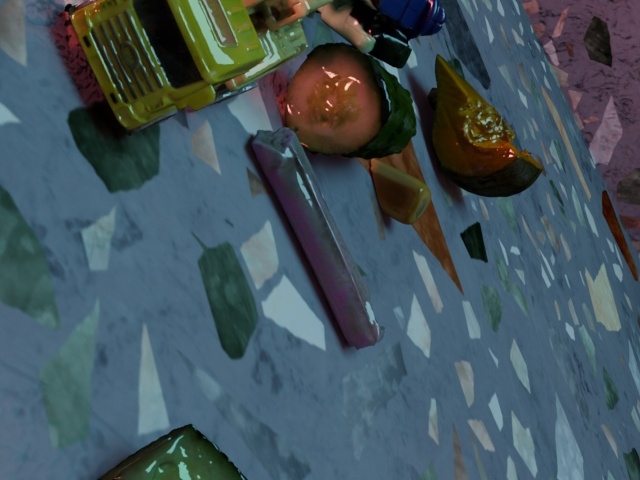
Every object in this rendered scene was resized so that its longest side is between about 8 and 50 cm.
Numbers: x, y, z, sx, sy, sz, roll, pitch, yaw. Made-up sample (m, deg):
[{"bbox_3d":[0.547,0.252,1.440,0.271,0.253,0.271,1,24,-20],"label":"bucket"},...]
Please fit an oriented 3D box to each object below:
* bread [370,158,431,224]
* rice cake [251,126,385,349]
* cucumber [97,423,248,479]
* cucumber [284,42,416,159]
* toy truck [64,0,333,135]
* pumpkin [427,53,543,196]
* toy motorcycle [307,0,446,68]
[{"bbox_3d":[0.101,-0.064,1.302,0.049,0.103,0.062,8,108,-51],"label":"bread"},{"bbox_3d":[0.001,0.000,1.040,0.055,0.049,0.270,-100,165,-78],"label":"rice cake"},{"bbox_3d":[-0.078,0.227,0.672,0.193,0.115,0.086,61,-17,-8],"label":"cucumber"},{"bbox_3d":[0.057,-0.155,1.186,0.244,0.134,0.134,0,71,-69],"label":"cucumber"},{"bbox_3d":[-0.090,-0.192,0.869,0.124,0.157,0.272,65,24,-8],"label":"toy truck"},{"bbox_3d":[0.239,-0.172,1.590,0.131,0.126,0.248,6,47,-54],"label":"pumpkin"},{"bbox_3d":[0.031,-0.295,1.092,0.196,0.125,0.331,17,15,-28],"label":"toy motorcycle"}]
